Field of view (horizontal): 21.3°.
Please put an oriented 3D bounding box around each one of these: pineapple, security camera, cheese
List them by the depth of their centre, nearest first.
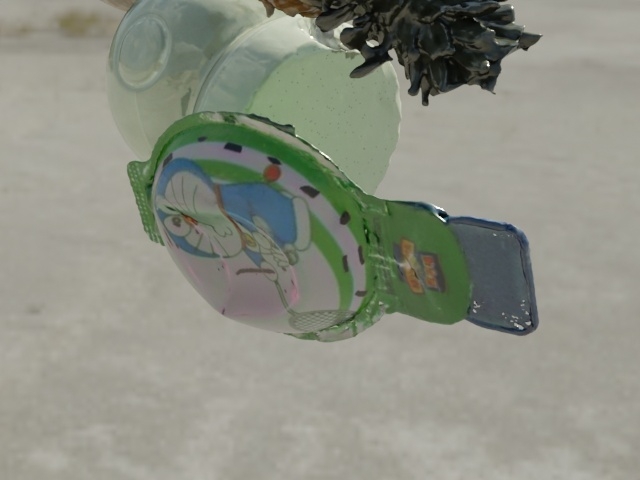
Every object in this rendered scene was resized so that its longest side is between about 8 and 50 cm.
[{"bbox_3d":[0.027,-0.184,1.059,0.278,0.158,0.158,42,32,18],"label":"pineapple"},{"bbox_3d":[0.000,0.000,1.174,0.320,0.204,0.083,13,44,30],"label":"cheese"},{"bbox_3d":[-0.072,-0.118,1.401,0.194,0.194,0.236,-11,30,-39],"label":"security camera"}]

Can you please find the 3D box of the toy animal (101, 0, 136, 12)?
[{"bbox_3d":[-0.139,-0.318,1.612,0.358,0.226,0.188,32,3,21],"label":"toy animal"}]
